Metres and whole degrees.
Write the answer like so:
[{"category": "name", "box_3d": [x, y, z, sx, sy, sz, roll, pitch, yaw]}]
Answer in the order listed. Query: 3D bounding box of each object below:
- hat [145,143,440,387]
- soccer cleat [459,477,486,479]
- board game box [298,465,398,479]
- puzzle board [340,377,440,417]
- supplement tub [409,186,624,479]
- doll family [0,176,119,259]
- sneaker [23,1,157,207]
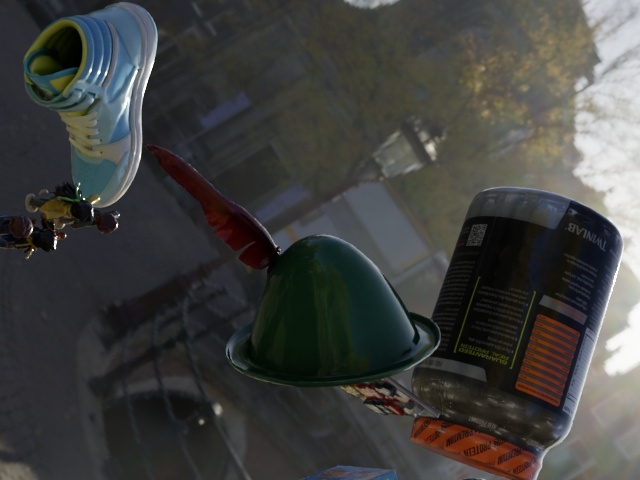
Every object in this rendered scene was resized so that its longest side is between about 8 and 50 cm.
[{"category": "hat", "box_3d": [0.000, 0.000, 0.763, 0.208, 0.173, 0.184, -37, 125, -67]}, {"category": "soccer cleat", "box_3d": [0.290, 0.441, 1.622, 0.179, 0.060, 0.072, 31, 4, -25]}, {"category": "board game box", "box_3d": [0.078, 0.514, 1.550, 0.308, 0.086, 0.302, 145, -72, -71]}, {"category": "puzzle board", "box_3d": [0.049, 0.144, 0.957, 0.096, 0.011, 0.128, 36, -19, -13]}, {"category": "supplement tub", "box_3d": [0.242, 0.119, 1.252, 0.207, 0.338, 0.207, 20, -13, 5]}, {"category": "doll family", "box_3d": [-0.319, -0.022, 1.138, 0.111, 0.193, 0.076, 11, -60, 41]}, {"category": "sneaker", "box_3d": [-0.355, -0.185, 1.431, 0.127, 0.319, 0.208, 20, 22, 21]}]
